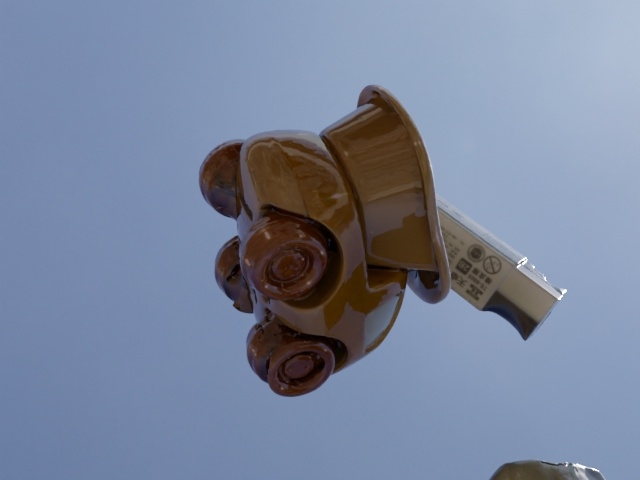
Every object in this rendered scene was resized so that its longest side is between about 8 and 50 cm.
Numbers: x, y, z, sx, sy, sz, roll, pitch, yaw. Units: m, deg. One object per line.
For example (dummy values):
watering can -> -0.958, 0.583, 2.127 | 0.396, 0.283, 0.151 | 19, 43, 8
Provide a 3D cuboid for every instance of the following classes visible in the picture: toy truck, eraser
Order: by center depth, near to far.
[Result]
toy truck -> 0.000, 0.000, 1.016 | 0.211, 0.288, 0.204 | -16, -141, -12
eraser -> 0.203, -0.001, 1.614 | 0.404, 0.096, 0.098 | 38, -71, 14

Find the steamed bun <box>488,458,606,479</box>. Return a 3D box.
steamed bun -> 0.212, 0.314, 0.866 | 0.218, 0.211, 0.144 | -57, -144, 5
